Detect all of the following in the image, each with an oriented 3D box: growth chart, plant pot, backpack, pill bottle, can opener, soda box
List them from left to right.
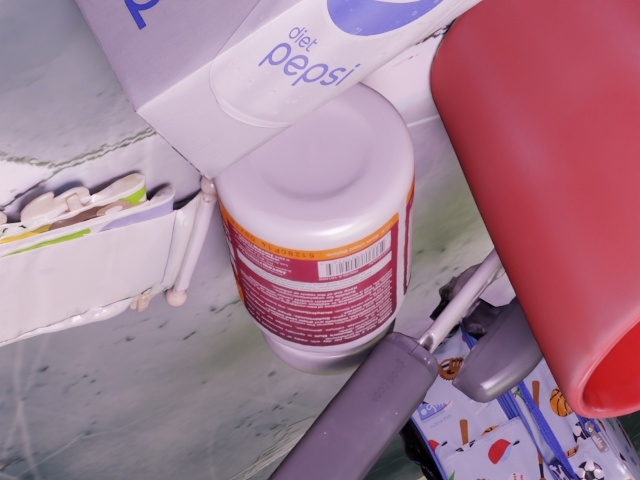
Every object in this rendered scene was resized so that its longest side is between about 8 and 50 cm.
[{"bbox_3d":[-0.167,0.016,0.833,0.237,0.021,0.172,-13,149,-33],"label":"growth chart"},{"bbox_3d":[0.000,0.000,0.860,0.121,0.121,0.221,-25,153,-11],"label":"pill bottle"},{"bbox_3d":[0.026,-0.155,0.638,0.286,0.098,0.091,-32,155,5],"label":"soda box"},{"bbox_3d":[0.067,0.111,0.883,0.283,0.095,0.076,-49,168,-27],"label":"can opener"},{"bbox_3d":[0.185,0.201,1.277,0.213,0.263,0.276,-37,159,1],"label":"backpack"},{"bbox_3d":[0.212,-0.056,0.849,0.275,0.243,0.275,-25,154,-13],"label":"plant pot"}]
